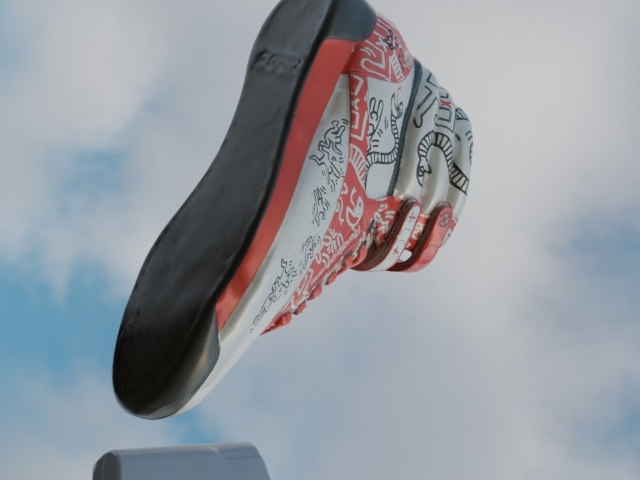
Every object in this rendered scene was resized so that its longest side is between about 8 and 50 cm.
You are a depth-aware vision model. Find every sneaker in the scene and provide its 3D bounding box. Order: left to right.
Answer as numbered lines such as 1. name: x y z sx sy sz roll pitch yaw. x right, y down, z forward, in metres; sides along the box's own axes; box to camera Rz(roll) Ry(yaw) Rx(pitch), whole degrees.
1. sneaker: 0.001 -0.001 0.665 0.090 0.145 0.270 -9 -130 46

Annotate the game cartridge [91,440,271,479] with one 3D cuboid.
1. game cartridge: -0.095 0.319 1.092 0.062 0.198 0.297 -38 -118 31
